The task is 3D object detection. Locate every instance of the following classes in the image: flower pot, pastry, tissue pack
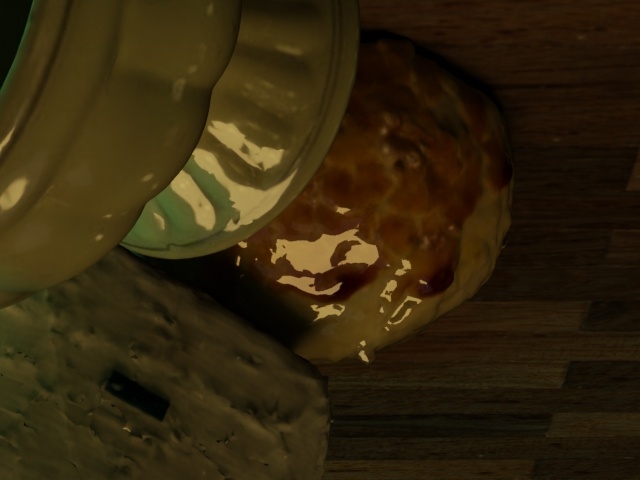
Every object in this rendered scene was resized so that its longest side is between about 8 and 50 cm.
[{"bbox_3d":[-0.136,-0.105,0.825,0.307,0.307,0.244,-20,161,33],"label":"flower pot"},{"bbox_3d":[0.007,-0.003,1.135,0.256,0.170,0.237,-6,155,1],"label":"pastry"},{"bbox_3d":[-0.225,0.169,1.128,0.264,0.253,0.416,31,150,-25],"label":"tissue pack"}]

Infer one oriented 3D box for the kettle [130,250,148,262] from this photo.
[{"bbox_3d":[-0.095,0.066,1.288,0.098,0.148,0.127,13,149,-22],"label":"kettle"}]
